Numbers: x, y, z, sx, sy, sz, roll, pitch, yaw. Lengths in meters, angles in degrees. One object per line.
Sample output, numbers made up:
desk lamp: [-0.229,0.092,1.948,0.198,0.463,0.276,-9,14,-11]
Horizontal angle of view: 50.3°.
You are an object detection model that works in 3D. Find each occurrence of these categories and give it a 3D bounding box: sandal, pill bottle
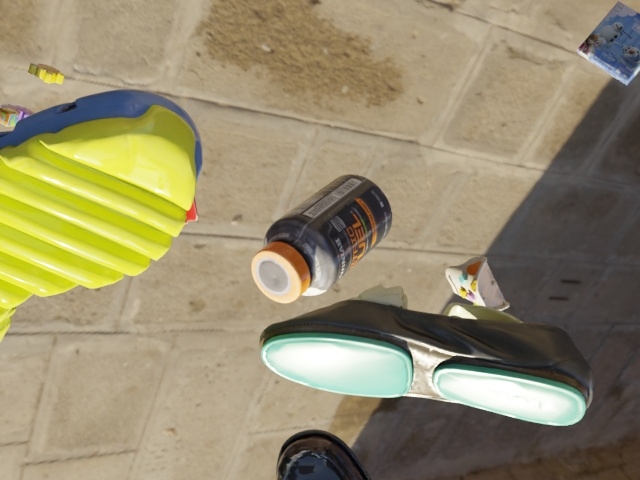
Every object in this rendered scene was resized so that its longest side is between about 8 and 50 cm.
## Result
sandal: [-0.209,-0.024,0.475,0.317,0.138,0.126,-23,135,28]
pill bottle: [0.000,0.000,1.048,0.246,0.130,0.130,-39,146,-46]

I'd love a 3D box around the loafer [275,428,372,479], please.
loafer: [0.021,0.340,0.668,0.109,0.095,0.302,-11,99,5]

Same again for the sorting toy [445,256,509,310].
sorting toy: [0.206,0.063,0.934,0.045,0.075,0.083,-40,114,-20]

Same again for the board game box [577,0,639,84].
board game box: [0.446,-0.291,1.004,0.090,0.090,0.020,-51,158,9]

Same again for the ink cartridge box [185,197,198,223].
ink cartridge box: [-0.252,-0.081,0.955,0.078,0.231,0.134,-12,95,-29]

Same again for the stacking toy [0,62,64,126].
stacking toy: [-0.509,-0.202,1.076,0.167,0.052,0.221,-64,171,16]

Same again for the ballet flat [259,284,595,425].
ballet flat: [0.066,0.066,0.431,0.203,0.074,0.074,8,130,10]
